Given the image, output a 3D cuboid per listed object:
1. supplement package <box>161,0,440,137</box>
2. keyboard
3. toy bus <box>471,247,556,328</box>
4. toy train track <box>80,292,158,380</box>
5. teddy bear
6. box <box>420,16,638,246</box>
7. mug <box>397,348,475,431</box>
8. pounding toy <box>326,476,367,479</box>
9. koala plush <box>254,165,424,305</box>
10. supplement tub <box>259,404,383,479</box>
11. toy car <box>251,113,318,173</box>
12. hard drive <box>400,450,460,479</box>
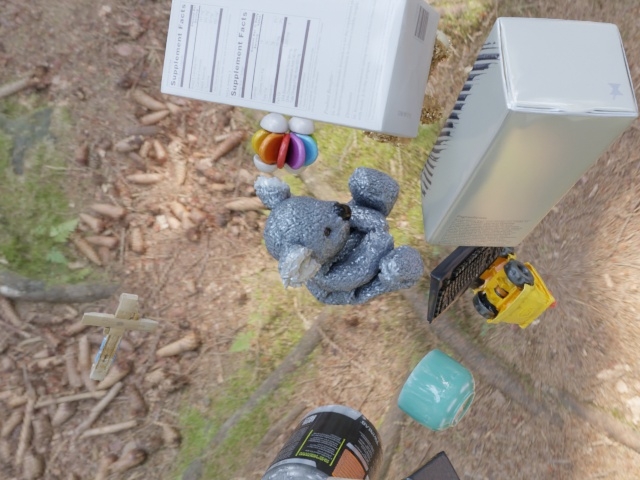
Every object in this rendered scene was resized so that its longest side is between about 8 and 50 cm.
[{"bbox_3d":[-0.020,-0.194,0.745,0.244,0.139,0.134,14,100,19],"label":"supplement package"},{"bbox_3d":[0.299,0.016,1.404,0.033,0.317,0.202,19,126,30],"label":"keyboard"},{"bbox_3d":[0.480,0.105,1.791,0.149,0.211,0.220,-53,36,30],"label":"toy bus"},{"bbox_3d":[-0.138,0.062,0.481,0.083,0.048,0.014,-60,32,33],"label":"toy train track"},{"bbox_3d":[0.167,-0.350,1.547,0.113,0.245,0.338,-5,71,53],"label":"teddy bear"},{"bbox_3d":[0.180,-0.087,0.695,0.113,0.275,0.094,2,67,-7],"label":"box"},{"bbox_3d":[0.222,0.270,1.294,0.097,0.157,0.130,32,122,27],"label":"mug"},{"bbox_3d":[0.022,0.207,0.459,0.141,0.130,0.100,-2,105,22],"label":"pounding toy"},{"bbox_3d":[0.000,0.000,1.050,0.203,0.221,0.196,-31,63,30],"label":"koala plush"},{"bbox_3d":[-0.006,0.497,1.465,0.207,0.338,0.207,5,107,18],"label":"supplement tub"},{"bbox_3d":[-0.085,-0.242,1.908,0.136,0.181,0.159,-124,40,-52],"label":"toy car"},{"bbox_3d":[0.178,0.379,1.022,0.022,0.094,0.135,-39,74,43],"label":"hard drive"}]
